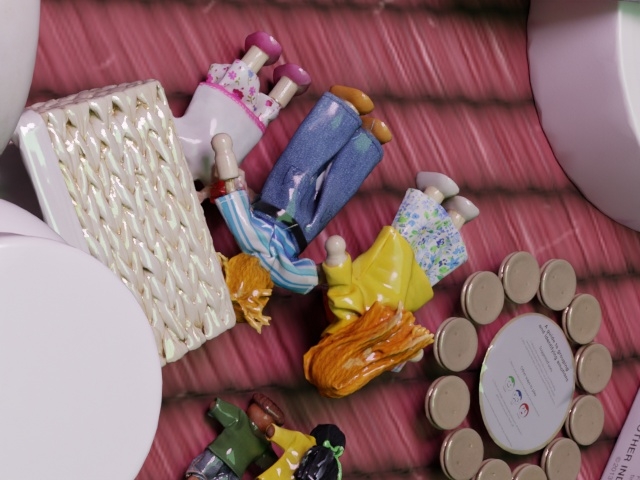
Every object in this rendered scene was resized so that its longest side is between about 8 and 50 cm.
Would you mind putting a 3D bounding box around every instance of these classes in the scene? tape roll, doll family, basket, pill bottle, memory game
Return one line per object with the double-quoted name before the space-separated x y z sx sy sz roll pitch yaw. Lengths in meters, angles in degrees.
"tape roll" 0.289 -0.142 1.336 0.286 0.100 0.286 0 90 -33
"doll family" -0.003 0.175 1.170 0.111 0.076 0.193 -49 120 -27
"basket" -0.133 -0.003 1.058 0.103 0.113 0.167 -24 103 -35
"doll family" 0.000 0.000 1.137 0.263 0.118 0.163 45 68 -25
"pill bottle" -0.205 0.063 0.887 0.176 0.318 0.176 0 89 -33
"memory game" 0.139 0.098 1.278 0.186 0.012 0.186 -3 95 -41

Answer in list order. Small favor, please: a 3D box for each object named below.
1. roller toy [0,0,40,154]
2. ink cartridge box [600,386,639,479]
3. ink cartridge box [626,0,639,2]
"roller toy" -0.231 -0.124 0.946 0.146 0.209 0.191 -2 121 -33
"ink cartridge box" 0.382 0.166 1.223 0.151 0.395 0.270 34 73 -29
"ink cartridge box" 0.217 -0.262 1.223 0.223 0.045 0.224 6 67 0
